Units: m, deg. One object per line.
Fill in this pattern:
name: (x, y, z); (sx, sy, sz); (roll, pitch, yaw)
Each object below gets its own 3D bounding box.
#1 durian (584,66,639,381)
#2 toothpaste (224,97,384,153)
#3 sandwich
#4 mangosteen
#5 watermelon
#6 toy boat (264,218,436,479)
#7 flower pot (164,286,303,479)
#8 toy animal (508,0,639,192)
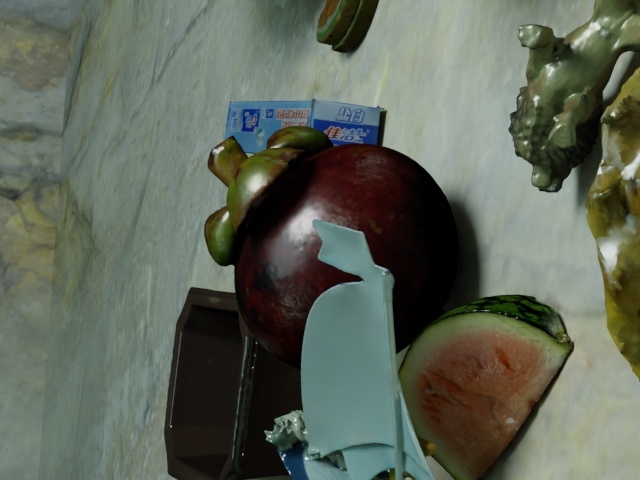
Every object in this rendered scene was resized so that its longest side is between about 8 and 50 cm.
durian: (0.231, -0.045, 0.738); (0.195, 0.185, 0.305); (3, 77, 50)
toothpaste: (-0.019, -0.097, 1.593); (0.272, 0.066, 0.053); (-166, 84, -72)
sandwich: (0.028, -0.219, 1.553); (0.067, 0.029, 0.135); (-114, 36, -58)
mangosteen: (0.000, 0.000, 1.284); (0.200, 0.200, 0.200); (-173, 90, -73)
watermelon: (0.105, 0.077, 1.173); (0.069, 0.087, 0.163); (-47, -10, -44)
toy boat: (0.025, 0.115, 1.171); (0.220, 0.067, 0.291); (37, 147, 46)
flower pot: (-0.068, 0.136, 1.631); (0.251, 0.084, 0.179); (-179, 96, -72)
toy animal: (0.154, -0.108, 1.030); (0.069, 0.086, 0.220); (48, 137, 14)
